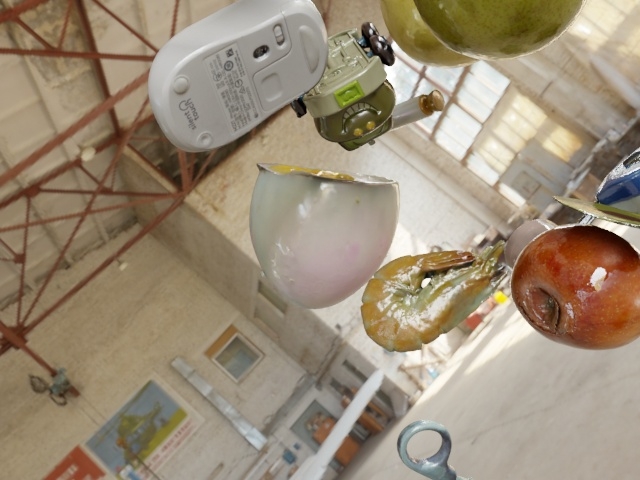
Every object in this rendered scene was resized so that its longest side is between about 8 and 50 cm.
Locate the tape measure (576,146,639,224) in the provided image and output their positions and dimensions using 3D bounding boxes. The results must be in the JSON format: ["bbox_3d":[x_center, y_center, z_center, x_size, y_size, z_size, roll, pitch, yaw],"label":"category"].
[{"bbox_3d":[0.595,-0.096,1.205,0.351,0.098,0.215,-38,1,-17],"label":"tape measure"}]

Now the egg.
[{"bbox_3d":[0.000,0.000,1.518,0.354,0.355,0.339,-21,-60,-69],"label":"egg"}]

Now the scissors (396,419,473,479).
[{"bbox_3d":[0.251,0.435,1.095,0.256,0.384,0.029,-65,24,17],"label":"scissors"}]

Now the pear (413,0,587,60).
[{"bbox_3d":[0.286,-0.427,0.992,0.304,0.304,0.304,-48,-11,-12],"label":"pear"}]

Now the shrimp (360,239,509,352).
[{"bbox_3d":[0.147,0.057,0.814,0.217,0.115,0.051,-32,-8,-5],"label":"shrimp"}]

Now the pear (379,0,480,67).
[{"bbox_3d":[0.302,-0.567,1.462,0.348,0.348,0.348,-48,-11,-12],"label":"pear"}]

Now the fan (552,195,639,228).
[{"bbox_3d":[0.474,-0.027,0.953,0.335,0.230,0.011,-60,-17,-75],"label":"fan"}]

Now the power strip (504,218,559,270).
[{"bbox_3d":[0.512,0.031,1.473,0.154,0.154,0.078,-52,25,12],"label":"power strip"}]

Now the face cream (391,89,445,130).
[{"bbox_3d":[0.184,-0.275,1.384,0.182,0.051,0.072,-15,3,43],"label":"face cream"}]

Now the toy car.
[{"bbox_3d":[0.057,-0.261,1.180,0.204,0.198,0.248,-28,33,7],"label":"toy car"}]

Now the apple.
[{"bbox_3d":[0.422,0.081,1.054,0.173,0.210,0.235,-24,7,-30],"label":"apple"}]

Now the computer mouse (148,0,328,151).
[{"bbox_3d":[-0.127,-0.263,0.955,0.297,0.121,0.184,-35,-39,-11],"label":"computer mouse"}]
